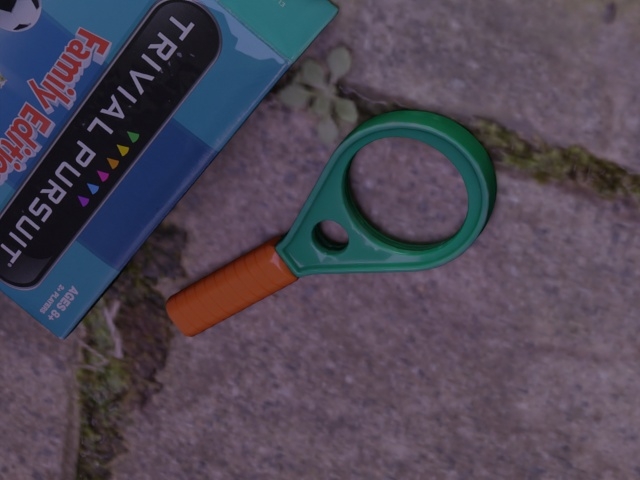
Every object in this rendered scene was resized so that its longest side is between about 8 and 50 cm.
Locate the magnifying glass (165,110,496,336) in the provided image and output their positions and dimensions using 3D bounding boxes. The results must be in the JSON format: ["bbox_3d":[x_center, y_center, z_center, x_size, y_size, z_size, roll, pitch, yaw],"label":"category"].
[{"bbox_3d":[0.000,0.000,0.955,0.231,0.026,0.092,-28,106,33],"label":"magnifying glass"}]

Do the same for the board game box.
[{"bbox_3d":[-0.199,-0.139,0.920,0.336,0.079,0.254,40,126,-4],"label":"board game box"}]
